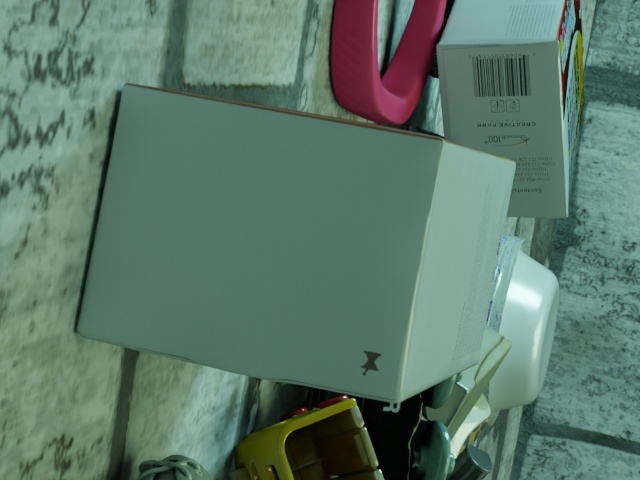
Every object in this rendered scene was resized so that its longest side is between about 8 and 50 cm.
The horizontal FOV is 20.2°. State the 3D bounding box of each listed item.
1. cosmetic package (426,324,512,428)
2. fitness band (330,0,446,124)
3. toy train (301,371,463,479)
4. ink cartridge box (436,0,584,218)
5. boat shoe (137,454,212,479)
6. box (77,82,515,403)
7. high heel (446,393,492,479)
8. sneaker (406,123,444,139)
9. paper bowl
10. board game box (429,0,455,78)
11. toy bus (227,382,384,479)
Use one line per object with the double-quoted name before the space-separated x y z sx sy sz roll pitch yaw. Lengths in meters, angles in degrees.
"cosmetic package" 0.106 0.171 1.986 0.160 0.113 0.309 -59 172 14
"fitness band" 0.068 -0.220 1.742 0.291 0.054 0.209 11 93 -76
"toy train" 0.053 0.116 1.733 0.190 0.142 0.334 171 -72 -73
"ink cartridge box" 0.221 -0.150 1.997 0.309 0.130 0.272 -68 155 -60
"boat shoe" -0.112 0.193 1.284 0.227 0.079 0.081 58 36 -78
"box" 0.000 0.000 1.267 0.345 0.215 0.168 -2 102 -77
"high heel" 0.128 0.267 2.244 0.186 0.093 0.261 -50 -160 22
"sneaker" 0.134 -0.098 2.057 0.162 0.073 0.063 -31 131 -73
"paper bowl" 0.263 0.132 2.638 0.284 0.148 0.284 10 90 -77
"board game box" 0.144 -0.290 2.046 0.186 0.026 0.126 81 23 -56
"toy bus" -0.025 0.201 1.563 0.104 0.191 0.202 -18 130 -24
